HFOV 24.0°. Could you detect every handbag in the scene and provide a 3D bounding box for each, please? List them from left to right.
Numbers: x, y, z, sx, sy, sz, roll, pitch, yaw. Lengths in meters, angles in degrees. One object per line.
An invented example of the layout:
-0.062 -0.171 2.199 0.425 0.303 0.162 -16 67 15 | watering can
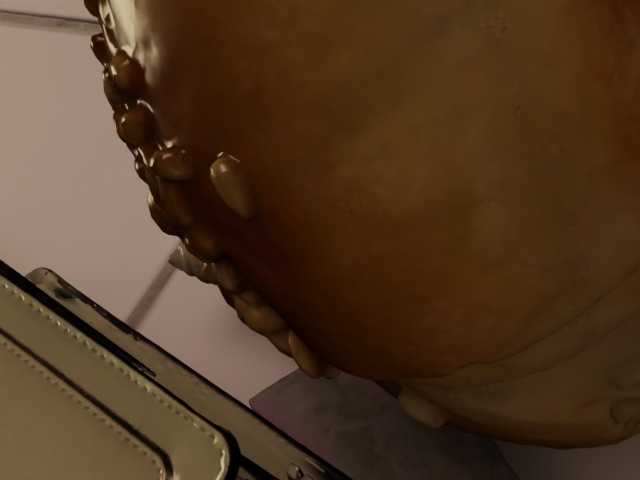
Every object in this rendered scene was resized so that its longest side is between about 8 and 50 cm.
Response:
-0.157 0.151 0.775 0.358 0.160 0.237 28 85 43 | handbag

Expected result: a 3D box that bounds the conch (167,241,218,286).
-0.004 -0.011 0.905 0.176 0.094 0.104 -26 3 -3 | conch

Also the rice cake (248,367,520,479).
0.062 0.148 0.748 0.106 0.050 0.298 -33 43 -3 | rice cake

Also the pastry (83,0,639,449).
0.043 -0.083 0.707 0.245 0.409 0.409 -26 42 17 | pastry
